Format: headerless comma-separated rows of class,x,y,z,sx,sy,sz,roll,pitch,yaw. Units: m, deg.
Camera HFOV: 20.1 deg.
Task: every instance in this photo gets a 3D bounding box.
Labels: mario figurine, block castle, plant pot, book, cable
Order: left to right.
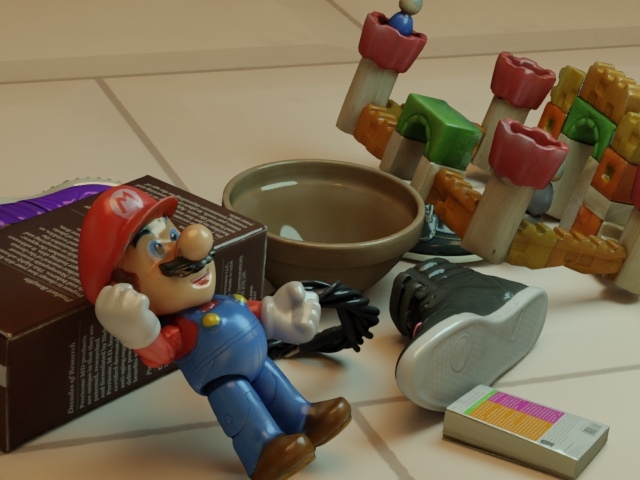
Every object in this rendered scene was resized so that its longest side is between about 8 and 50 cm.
mario figurine,-0.097,0.072,1.701,0.320,0.170,0.198,49,-1,0
cable,-0.012,0.089,1.883,0.150,0.184,0.047,9,64,-18
plant pot,0.000,0.000,2.102,0.237,0.110,0.237,4,26,-2
block castle,0.245,-0.134,2.219,0.303,0.213,0.453,13,19,-29
book,0.209,0.190,1.827,0.144,0.035,0.096,17,24,24

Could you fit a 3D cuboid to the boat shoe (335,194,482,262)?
boat shoe,0.116,-0.023,2.216,0.233,0.079,0.084,9,23,5

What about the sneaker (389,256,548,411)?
sneaker,0.118,0.098,1.934,0.146,0.105,0.295,16,21,28

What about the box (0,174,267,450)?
box,-0.248,0.065,1.891,0.191,0.143,0.381,23,29,34

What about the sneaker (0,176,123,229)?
sneaker,-0.333,0.008,2.057,0.293,0.102,0.146,-4,30,-8
